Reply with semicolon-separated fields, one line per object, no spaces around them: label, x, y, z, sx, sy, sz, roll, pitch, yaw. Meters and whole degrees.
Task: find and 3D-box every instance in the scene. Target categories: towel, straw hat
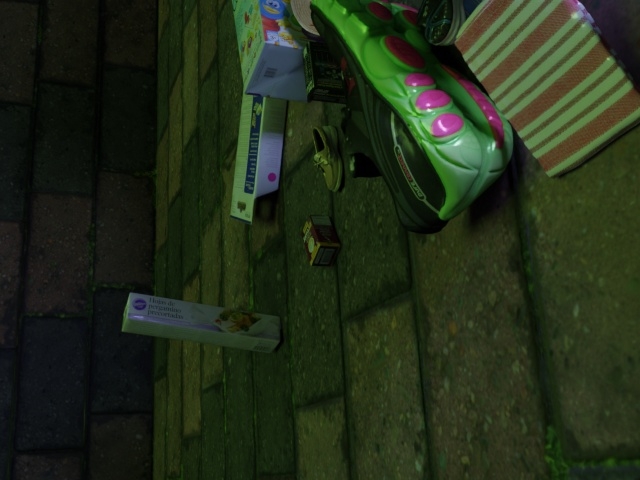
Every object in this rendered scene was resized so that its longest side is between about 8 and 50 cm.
towel;0.230;-0.174;0.728;0.197;0.029;0.144;57;149;6
straw hat;0.019;-0.429;1.314;0.061;0.145;0.144;26;-117;-71

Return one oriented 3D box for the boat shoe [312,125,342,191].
boat shoe;0.009;-0.150;1.318;0.050;0.045;0.135;128;140;-53

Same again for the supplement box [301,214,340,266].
supplement box;0.000;0.000;1.316;0.083;0.043;0.055;-109;31;-44

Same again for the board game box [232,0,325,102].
board game box;-0.082;-0.436;1.460;0.144;0.142;0.275;125;142;-51

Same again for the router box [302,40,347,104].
router box;0.035;-0.271;1.178;0.038;0.123;0.092;127;142;-59

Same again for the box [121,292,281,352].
box;-0.243;0.174;1.504;0.067;0.324;0.063;122;153;-49

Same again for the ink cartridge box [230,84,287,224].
ink cartridge box;-0.142;-0.225;1.667;0.176;0.069;0.370;-162;80;-66

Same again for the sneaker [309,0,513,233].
sneaker;0.077;-0.197;0.991;0.482;0.185;0.202;-109;36;-45

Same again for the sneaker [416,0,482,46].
sneaker;0.174;-0.292;0.921;0.211;0.081;0.080;-86;13;-52
